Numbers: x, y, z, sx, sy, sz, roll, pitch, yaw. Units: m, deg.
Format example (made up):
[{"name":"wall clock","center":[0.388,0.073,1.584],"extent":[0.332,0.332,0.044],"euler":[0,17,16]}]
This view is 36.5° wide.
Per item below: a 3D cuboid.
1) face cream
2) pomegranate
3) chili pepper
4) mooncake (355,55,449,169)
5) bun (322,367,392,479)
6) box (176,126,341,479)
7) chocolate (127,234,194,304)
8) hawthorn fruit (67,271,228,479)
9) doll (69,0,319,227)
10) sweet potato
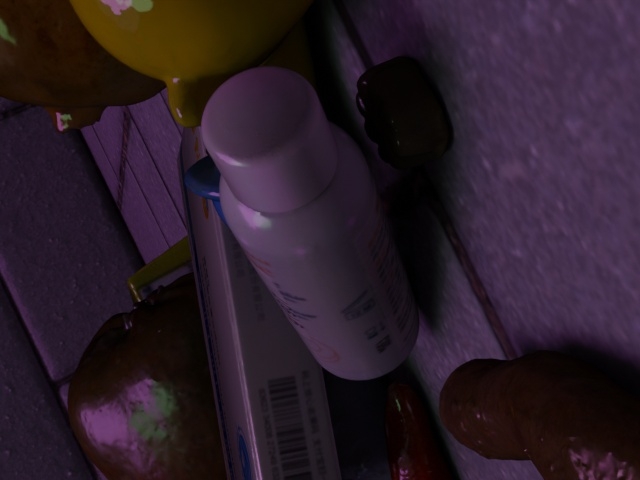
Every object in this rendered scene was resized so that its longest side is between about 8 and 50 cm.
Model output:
[{"name":"face cream","center":[0.000,0.000,0.548],"extent":[0.082,0.082,0.269],"euler":[55,176,30]},{"name":"pomegranate","center":[-0.196,-0.205,0.740],"extent":[0.233,0.233,0.233],"euler":[57,164,26]},{"name":"chili pepper","center":[0.089,0.233,0.770],"extent":[0.071,0.063,0.272],"euler":[-160,58,-73]},{"name":"mooncake","center":[0.072,0.052,0.413],"extent":[0.347,0.057,0.150],"euler":[-99,-9,-55]},{"name":"bun","center":[0.025,0.164,0.844],"extent":[0.141,0.083,0.141],"euler":[53,160,29]},{"name":"box","center":[-0.057,0.061,0.796],"extent":[0.200,0.065,0.343],"euler":[134,126,-73]},{"name":"chocolate","center":[-0.148,0.169,1.344],"extent":[0.301,0.137,0.289],"euler":[60,165,13]},{"name":"hawthorn fruit","center":[-0.119,0.189,1.068],"extent":[0.301,0.267,0.268],"euler":[62,166,-8]},{"name":"doll","center":[-0.051,-0.136,0.545],"extent":[0.363,0.145,0.199],"euler":[70,-153,-56]},{"name":"sweet potato","center":[0.130,0.094,0.399],"extent":[0.281,0.059,0.067],"euler":[-161,59,-70]}]
